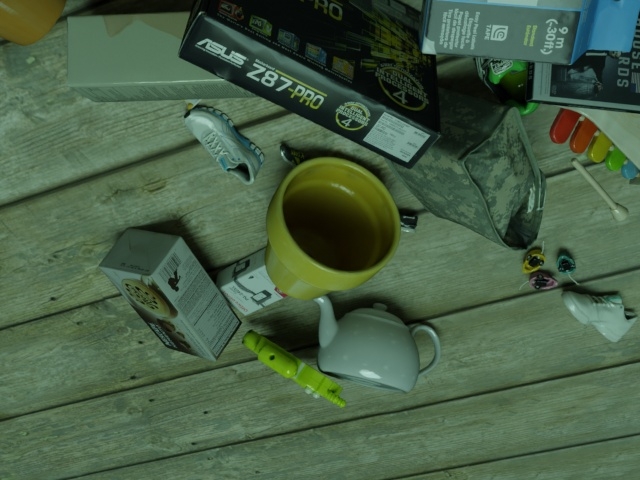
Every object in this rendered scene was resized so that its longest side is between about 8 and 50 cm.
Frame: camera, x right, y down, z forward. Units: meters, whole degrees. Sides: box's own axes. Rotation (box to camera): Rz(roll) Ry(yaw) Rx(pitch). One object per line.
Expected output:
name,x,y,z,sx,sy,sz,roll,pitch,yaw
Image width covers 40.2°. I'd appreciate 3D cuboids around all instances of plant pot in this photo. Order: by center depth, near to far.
plant pot,-0.515,-0.414,1.384,0.205,0.205,0.188,-25,145,26
plant pot,0.000,0.000,1.737,0.254,0.254,0.239,16,150,-13

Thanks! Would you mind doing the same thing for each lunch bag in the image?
lunch bag,0.264,-0.121,1.575,0.235,0.169,0.287,27,158,46

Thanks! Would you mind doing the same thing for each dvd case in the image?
dvd case,0.449,-0.303,1.414,0.239,0.179,0.029,3,-179,-15

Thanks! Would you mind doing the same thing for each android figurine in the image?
android figurine,-0.056,0.304,2.042,0.273,0.056,0.248,31,172,22

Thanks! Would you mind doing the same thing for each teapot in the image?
teapot,0.124,0.237,2.004,0.253,0.187,0.256,9,165,24

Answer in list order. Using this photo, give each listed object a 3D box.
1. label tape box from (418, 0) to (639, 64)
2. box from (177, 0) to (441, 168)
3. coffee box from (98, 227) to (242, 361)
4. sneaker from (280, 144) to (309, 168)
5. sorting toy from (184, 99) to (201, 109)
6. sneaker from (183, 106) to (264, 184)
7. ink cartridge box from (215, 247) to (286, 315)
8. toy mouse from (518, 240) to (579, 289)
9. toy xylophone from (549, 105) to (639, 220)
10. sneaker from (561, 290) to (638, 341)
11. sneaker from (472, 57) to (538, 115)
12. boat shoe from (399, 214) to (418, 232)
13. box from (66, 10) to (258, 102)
label tape box,0.323,-0.389,1.272,0.334,0.106,0.240,5,118,1
box,-0.003,-0.312,1.351,0.395,0.318,0.097,24,131,-18
coffee box,-0.322,0.120,1.910,0.168,0.119,0.297,9,143,36
sneaker,-0.048,-0.164,1.711,0.035,0.031,0.083,-28,136,20
sorting toy,-0.241,-0.287,1.596,0.083,0.045,0.075,-35,105,32
sneaker,-0.184,-0.177,1.667,0.071,0.083,0.191,-33,124,33
ink cartridge box,-0.144,0.093,1.950,0.150,0.063,0.109,-27,128,27
toy mouse,0.502,0.063,1.901,0.143,0.031,0.161,17,134,-13
toy xylophone,0.508,-0.186,1.525,0.323,0.236,0.081,43,167,-33
sneaker,0.629,0.149,1.961,0.212,0.080,0.094,28,119,-32
sneaker,0.290,-0.349,1.417,0.134,0.146,0.343,-23,129,24
boat shoe,0.139,-0.046,1.809,0.125,0.046,0.038,13,92,6
box,-0.254,-0.307,1.471,0.311,0.121,0.148,-1,178,3
